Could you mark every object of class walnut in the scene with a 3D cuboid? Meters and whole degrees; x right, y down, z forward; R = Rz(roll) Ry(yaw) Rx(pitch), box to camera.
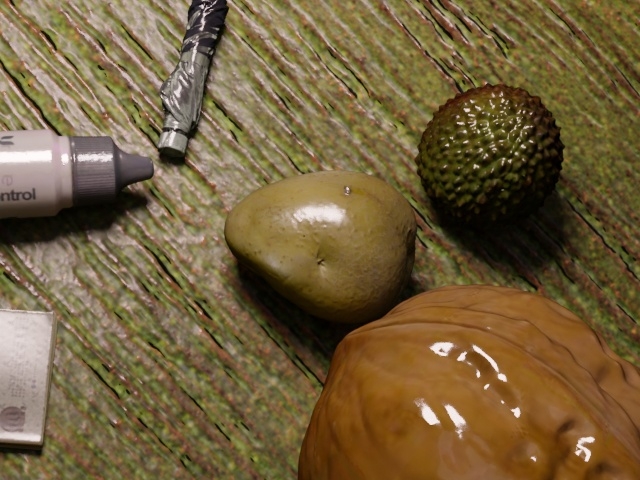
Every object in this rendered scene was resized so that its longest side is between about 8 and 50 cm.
[{"bbox_3d":[0.164,0.230,1.320,0.398,0.308,0.354,46,33,3],"label":"walnut"}]

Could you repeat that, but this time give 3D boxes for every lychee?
[{"bbox_3d":[0.184,-0.089,1.502,0.171,0.171,0.171,3,72,-10],"label":"lychee"}]

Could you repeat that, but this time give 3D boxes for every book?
[{"bbox_3d":[-0.364,0.129,1.399,0.198,0.016,0.138,6,71,-9],"label":"book"}]

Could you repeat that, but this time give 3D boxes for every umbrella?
[{"bbox_3d":[-0.143,-0.180,1.529,0.050,0.046,0.188,18,74,-13],"label":"umbrella"}]

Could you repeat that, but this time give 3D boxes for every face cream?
[{"bbox_3d":[-0.323,-0.066,1.432,0.311,0.092,0.092,-4,73,-14],"label":"face cream"}]

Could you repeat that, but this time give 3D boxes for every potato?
[{"bbox_3d":[0.000,0.000,1.457,0.194,0.157,0.157,11,70,6],"label":"potato"}]

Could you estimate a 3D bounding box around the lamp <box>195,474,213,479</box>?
[{"bbox_3d":[-0.051,0.319,1.351,0.214,0.121,0.121,36,69,16],"label":"lamp"}]
